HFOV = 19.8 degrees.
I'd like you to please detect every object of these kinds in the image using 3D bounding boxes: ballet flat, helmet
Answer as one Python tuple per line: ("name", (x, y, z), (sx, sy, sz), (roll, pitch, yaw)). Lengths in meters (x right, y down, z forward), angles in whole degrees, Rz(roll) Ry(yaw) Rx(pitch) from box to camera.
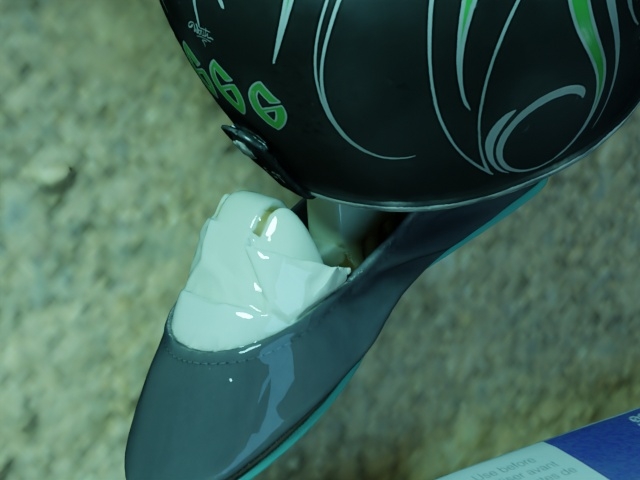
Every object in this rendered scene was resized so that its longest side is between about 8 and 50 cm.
("ballet flat", (0.000, 0.000, 0.604), (0.203, 0.074, 0.074), (-42, 122, -29))
("helmet", (0.029, -0.108, 0.542), (0.169, 0.169, 0.162), (-33, 134, -26))

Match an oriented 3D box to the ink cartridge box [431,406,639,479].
("ink cartridge box", (0.069, 0.237, 0.703), (0.324, 0.071, 0.330), (-14, 118, -34))
